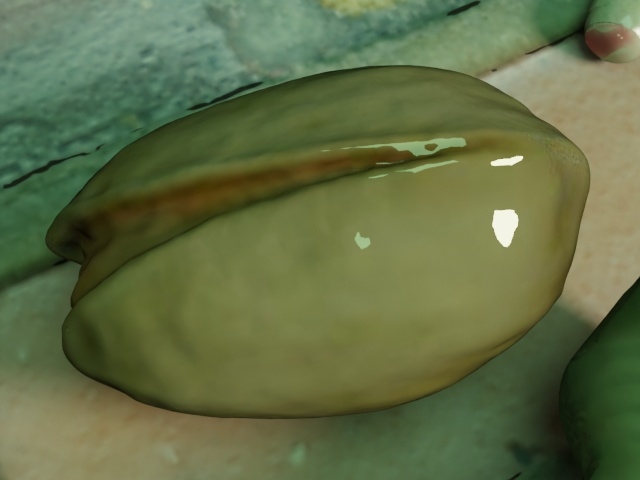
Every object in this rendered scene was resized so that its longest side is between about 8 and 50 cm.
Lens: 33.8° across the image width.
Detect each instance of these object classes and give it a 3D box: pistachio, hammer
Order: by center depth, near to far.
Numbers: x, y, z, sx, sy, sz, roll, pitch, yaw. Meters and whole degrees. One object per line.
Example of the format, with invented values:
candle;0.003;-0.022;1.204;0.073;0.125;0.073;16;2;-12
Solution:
pistachio;0.000;0.000;0.363;0.184;0.124;0.125;-13;73;-12
hammer;0.161;-0.093;0.478;0.083;0.031;0.053;28;71;-7

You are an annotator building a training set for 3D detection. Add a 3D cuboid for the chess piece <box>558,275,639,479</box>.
chess piece;0.082;0.130;0.312;0.194;0.194;0.299;42;60;6
